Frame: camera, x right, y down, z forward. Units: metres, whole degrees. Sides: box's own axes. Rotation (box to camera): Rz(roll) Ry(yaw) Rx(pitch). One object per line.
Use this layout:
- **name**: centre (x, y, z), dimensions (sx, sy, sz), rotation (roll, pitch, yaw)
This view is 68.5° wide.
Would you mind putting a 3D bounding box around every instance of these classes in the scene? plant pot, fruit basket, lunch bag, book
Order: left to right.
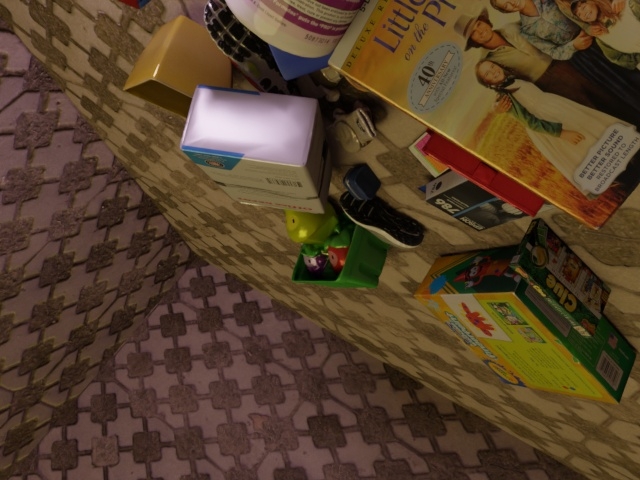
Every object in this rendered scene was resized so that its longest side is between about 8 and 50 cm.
- **plant pot**: centre (-0.346, -0.439, 1.202), dimensions (0.212, 0.187, 0.212), rotation (17, 175, -40)
- **fruit basket**: centre (0.000, 0.000, 1.571), dimensions (0.391, 0.283, 0.392), rotation (18, 165, 5)
- **lunch bag**: centre (0.113, -0.156, 1.299), dimensions (0.098, 0.067, 0.065), rotation (47, 157, -28)
- **book**: centre (0.263, -0.205, 1.021), dimensions (0.096, 0.035, 0.144), rotation (42, 158, -5)

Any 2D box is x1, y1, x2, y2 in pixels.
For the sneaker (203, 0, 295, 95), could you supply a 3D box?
- **sneaker**: centre (-0.180, -0.441, 1.128), dimensions (0.279, 0.107, 0.118), rotation (50, 168, -21)

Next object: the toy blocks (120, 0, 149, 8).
- **toy blocks**: centre (-0.292, -0.583, 0.779), dimensions (0.190, 0.261, 0.381), rotation (35, 158, 5)

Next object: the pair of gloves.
- **pair of gloves**: centre (0.035, -0.313, 1.068), dimensions (0.240, 0.042, 0.204), rotation (56, 165, -4)

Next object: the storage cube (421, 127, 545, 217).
- **storage cube**: centre (0.292, -0.172, 0.731), dimensions (0.214, 0.193, 0.183), rotation (34, -165, 9)

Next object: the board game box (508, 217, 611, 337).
- **board game box**: centre (0.539, 0.085, 1.048), dimensions (0.259, 0.136, 0.030), rotation (41, 160, -12)

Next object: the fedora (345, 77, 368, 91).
- **fedora**: centre (0.100, -0.347, 0.911), dimensions (0.194, 0.079, 0.194), rotation (30, 158, 14)

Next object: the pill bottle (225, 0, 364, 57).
- **pill bottle**: centre (0.019, -0.370, 0.505), dimensions (0.169, 0.169, 0.301), rotation (38, 133, -4)

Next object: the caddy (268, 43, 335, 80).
- **caddy**: centre (-0.034, -0.433, 0.749), dimensions (0.341, 0.179, 0.241), rotation (62, -172, -49)

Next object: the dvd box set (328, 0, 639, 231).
- **dvd box set**: centre (0.261, -0.253, 0.596), dimensions (0.420, 0.308, 0.062), rotation (35, -164, 7)

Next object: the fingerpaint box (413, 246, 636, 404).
- **fingerpaint box**: centre (0.544, 0.225, 1.289), dimensions (0.445, 0.163, 0.371), rotation (43, 157, -14)

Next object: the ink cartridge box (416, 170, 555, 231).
- **ink cartridge box**: centre (0.353, -0.098, 1.015), dimensions (0.165, 0.065, 0.332), rotation (27, 162, -13)

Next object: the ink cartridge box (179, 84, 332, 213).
- **ink cartridge box**: centre (-0.132, -0.209, 1.192), dimensions (0.285, 0.167, 0.395), rotation (9, 169, 8)

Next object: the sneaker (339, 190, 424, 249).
- **sneaker**: centre (0.170, -0.052, 1.389), dimensions (0.271, 0.100, 0.108), rotation (34, 164, 7)

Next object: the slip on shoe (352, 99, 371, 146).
- **slip on shoe**: centre (0.097, -0.275, 1.118), dimensions (0.135, 0.051, 0.041), rotation (69, 175, -63)
